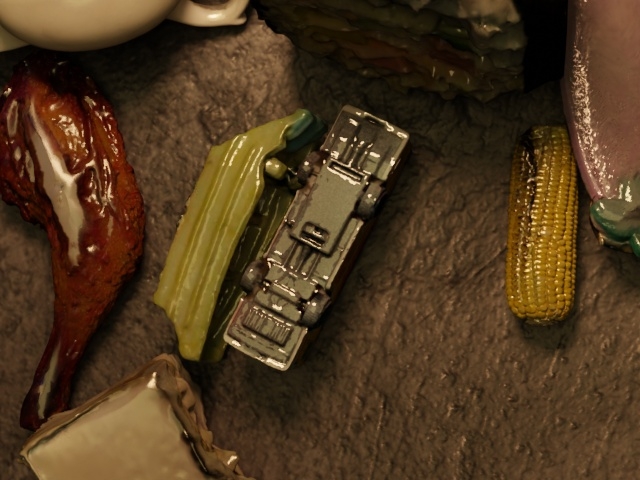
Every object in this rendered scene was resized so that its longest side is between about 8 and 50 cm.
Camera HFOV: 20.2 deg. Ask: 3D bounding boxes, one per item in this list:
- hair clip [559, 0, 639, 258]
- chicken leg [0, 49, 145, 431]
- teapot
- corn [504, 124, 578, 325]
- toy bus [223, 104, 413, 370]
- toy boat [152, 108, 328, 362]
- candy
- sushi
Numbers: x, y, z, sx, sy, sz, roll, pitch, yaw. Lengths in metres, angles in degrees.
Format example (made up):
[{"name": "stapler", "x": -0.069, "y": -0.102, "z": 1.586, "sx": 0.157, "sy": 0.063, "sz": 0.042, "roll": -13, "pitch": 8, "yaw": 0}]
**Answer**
[{"name": "hair clip", "x": 0.296, "y": -0.157, "z": 1.776, "sx": 0.110, "sy": 0.096, "sz": 0.358, "roll": 0, "pitch": 82, "yaw": 28}, {"name": "chicken leg", "x": -0.262, "y": 0.001, "z": 1.861, "sx": 0.158, "sy": 0.096, "sz": 0.406, "roll": -4, "pitch": 88, "yaw": 16}, {"name": "teapot", "x": -0.218, "y": -0.265, "z": 1.841, "sx": 0.300, "sy": 0.208, "sz": 0.165, "roll": 3, "pitch": 121, "yaw": -2}, {"name": "corn", "x": 0.220, "y": -0.016, "z": 1.784, "sx": 0.072, "sy": 0.072, "sz": 0.203, "roll": 3, "pitch": 85, "yaw": 11}, {"name": "toy bus", "x": 0.000, "y": 0.000, "z": 1.804, "sx": 0.092, "sy": 0.106, "sz": 0.268, "roll": 26, "pitch": 88, "yaw": 12}, {"name": "toy boat", "x": -0.089, "y": -0.013, "z": 1.818, "sx": 0.084, "sy": 0.111, "sz": 0.276, "roll": 25, "pitch": 91, "yaw": 17}, {"name": "candy", "x": -0.181, "y": 0.230, "z": 1.789, "sx": 0.195, "sy": 0.137, "sz": 0.184, "roll": -31, "pitch": 89, "yaw": -1}, {"name": "sushi", "x": 0.102, "y": -0.312, "z": 1.708, "sx": 0.329, "sy": 0.328, "sz": 0.285, "roll": 16, "pitch": 77, "yaw": 13}]
